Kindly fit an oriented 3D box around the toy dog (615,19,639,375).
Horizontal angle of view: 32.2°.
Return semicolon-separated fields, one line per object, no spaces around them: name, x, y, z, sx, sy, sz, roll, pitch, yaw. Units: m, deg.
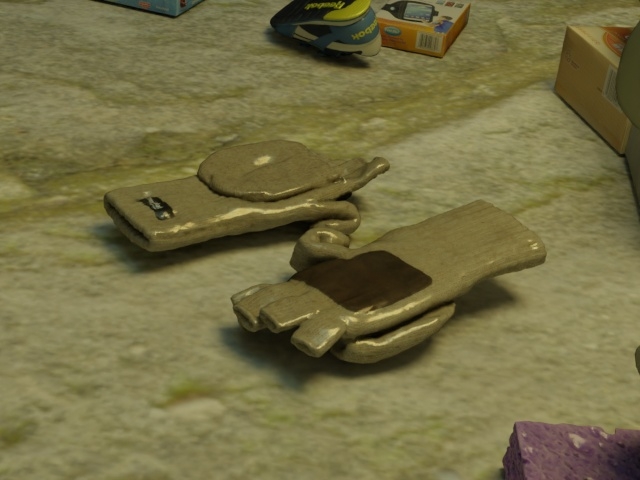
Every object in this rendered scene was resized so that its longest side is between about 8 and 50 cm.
toy dog;0.300;0.127;0.327;0.395;0.284;0.408;-9;53;1

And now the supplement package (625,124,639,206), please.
supplement package;0.396;-0.085;0.811;0.293;0.177;0.175;8;31;3

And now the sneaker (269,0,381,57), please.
sneaker;0.004;-0.206;1.084;0.053;0.059;0.144;-47;35;-18

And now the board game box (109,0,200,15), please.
board game box;-0.183;-0.308;1.233;0.160;0.039;0.211;15;32;14

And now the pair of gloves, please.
pair of gloves;0.000;0.000;0.730;0.204;0.042;0.240;-24;39;-36

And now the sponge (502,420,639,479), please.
sponge;0.200;0.141;0.531;0.210;0.031;0.117;5;31;-4

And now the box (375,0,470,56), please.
box;0.107;-0.232;1.165;0.081;0.028;0.136;14;32;13

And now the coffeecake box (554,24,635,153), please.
coffeecake box;0.329;-0.138;1.002;0.185;0.068;0.142;-2;31;-14
